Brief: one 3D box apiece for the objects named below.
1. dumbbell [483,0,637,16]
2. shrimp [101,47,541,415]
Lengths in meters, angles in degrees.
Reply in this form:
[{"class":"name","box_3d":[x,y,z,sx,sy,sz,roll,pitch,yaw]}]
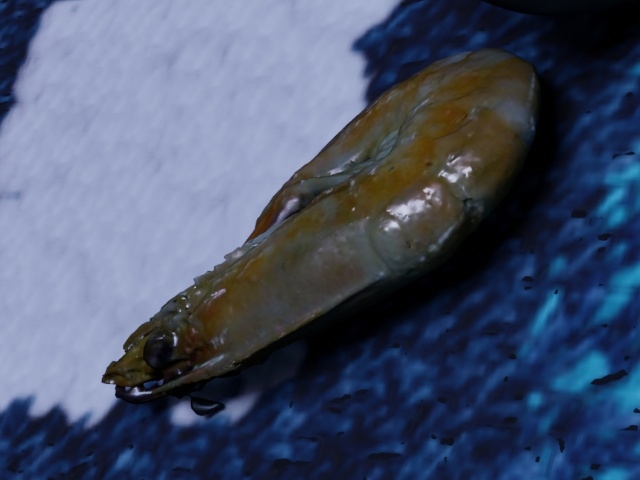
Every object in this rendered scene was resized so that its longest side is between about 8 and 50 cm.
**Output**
[{"class":"dumbbell","box_3d":[0.035,-0.218,0.659,0.185,0.185,0.388,-46,47,6]},{"class":"shrimp","box_3d":[0.000,0.000,0.659,0.190,0.042,0.101,-38,28,14]}]
